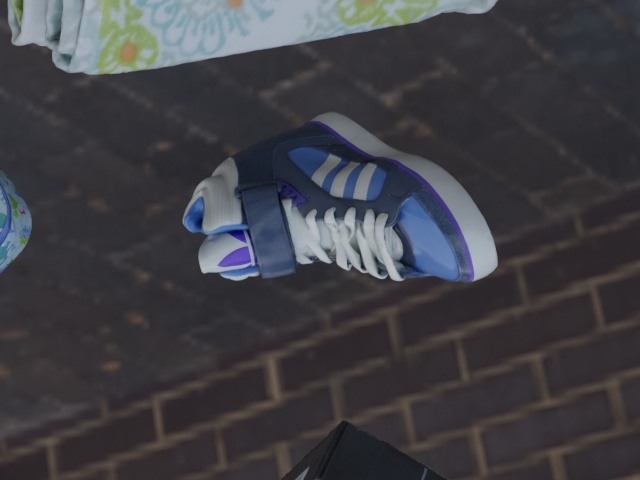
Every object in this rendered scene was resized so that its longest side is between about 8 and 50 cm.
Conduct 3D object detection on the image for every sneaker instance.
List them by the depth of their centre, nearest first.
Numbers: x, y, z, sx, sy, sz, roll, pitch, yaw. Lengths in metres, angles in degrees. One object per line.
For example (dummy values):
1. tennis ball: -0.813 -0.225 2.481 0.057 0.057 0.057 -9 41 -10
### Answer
1. sneaker: 0.000 -0.001 1.992 0.236 0.323 0.130 -31 131 -20

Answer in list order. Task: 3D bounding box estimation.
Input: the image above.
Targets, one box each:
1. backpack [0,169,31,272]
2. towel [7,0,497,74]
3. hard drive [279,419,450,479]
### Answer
1. backpack: -0.286 -0.009 1.499 0.114 0.105 0.084 -41 159 3
2. towel: -0.010 -0.273 1.199 0.374 0.090 0.320 -13 131 -32
3. hard drive: 0.102 0.274 1.377 0.339 0.064 0.237 32 143 -5
